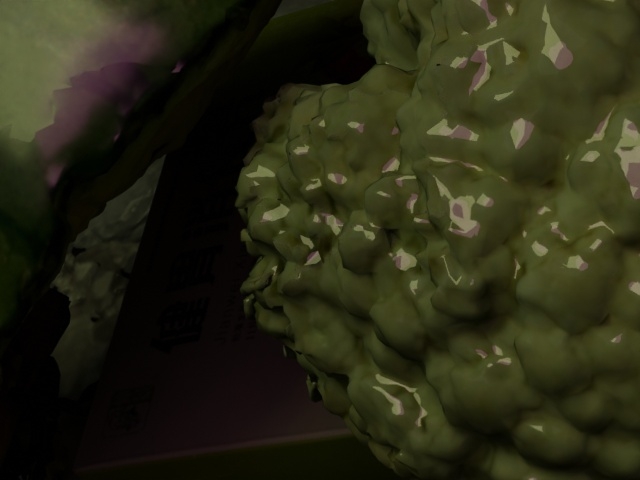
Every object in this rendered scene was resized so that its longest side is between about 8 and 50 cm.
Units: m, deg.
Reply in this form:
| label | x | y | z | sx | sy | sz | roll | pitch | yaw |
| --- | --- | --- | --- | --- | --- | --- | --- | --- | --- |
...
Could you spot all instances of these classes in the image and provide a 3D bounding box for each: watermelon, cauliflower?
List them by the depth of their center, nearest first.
| label | x | y | z | sx | sy | sz | roll | pitch | yaw |
| --- | --- | --- | --- | --- | --- | --- | --- | --- | --- |
| cauliflower | 0.127 | -0.028 | 0.593 | 0.260 | 0.327 | 0.281 | -19 | 21 | 33 |
| watermelon | -0.131 | -0.073 | 0.684 | 0.330 | 0.189 | 0.331 | -61 | 5 | 9 |

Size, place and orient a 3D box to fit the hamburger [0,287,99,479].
| label | x | y | z | sx | sy | sz | roll | pitch | yaw |
| --- | --- | --- | --- | --- | --- | --- | --- | --- | --- |
| hamburger | -0.220 | 0.118 | 0.831 | 0.262 | 0.138 | 0.243 | 4 | 56 | 27 |

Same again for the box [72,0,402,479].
| label | x | y | z | sx | sy | sz | roll | pitch | yaw |
| --- | --- | --- | --- | --- | --- | --- | --- | --- | --- |
| box | 0.000 | -0.001 | 0.799 | 0.175 | 0.062 | 0.260 | -12 | 50 | 31 |
